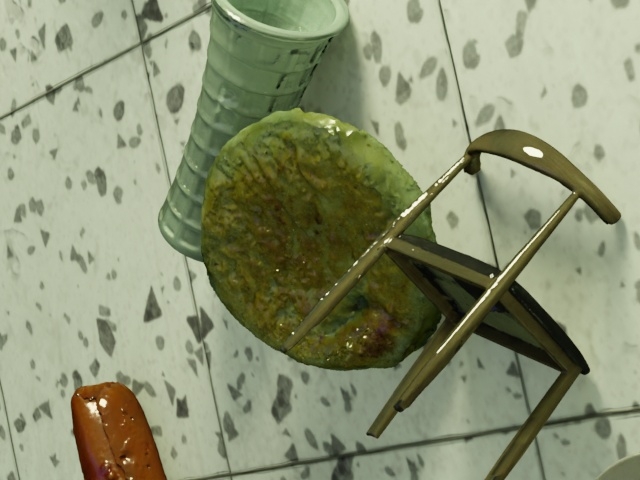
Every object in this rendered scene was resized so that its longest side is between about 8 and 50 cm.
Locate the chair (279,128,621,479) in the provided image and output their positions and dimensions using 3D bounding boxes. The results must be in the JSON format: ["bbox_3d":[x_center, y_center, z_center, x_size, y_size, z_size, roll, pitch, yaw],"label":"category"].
[{"bbox_3d":[0.136,0.056,1.607,0.188,0.166,0.272,24,73,48],"label":"chair"}]

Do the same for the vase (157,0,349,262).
[{"bbox_3d":[-0.078,-0.120,1.858,0.143,0.143,0.299,48,135,35],"label":"vase"}]

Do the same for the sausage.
[{"bbox_3d":[-0.216,0.319,2.145,0.102,0.102,0.330,-34,69,49],"label":"sausage"}]

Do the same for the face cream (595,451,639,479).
[{"bbox_3d":[0.325,0.246,1.370,0.218,0.179,0.218,13,107,50],"label":"face cream"}]

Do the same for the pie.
[{"bbox_3d":[0.000,0.000,1.765,0.277,0.078,0.277,13,117,27],"label":"pie"}]
